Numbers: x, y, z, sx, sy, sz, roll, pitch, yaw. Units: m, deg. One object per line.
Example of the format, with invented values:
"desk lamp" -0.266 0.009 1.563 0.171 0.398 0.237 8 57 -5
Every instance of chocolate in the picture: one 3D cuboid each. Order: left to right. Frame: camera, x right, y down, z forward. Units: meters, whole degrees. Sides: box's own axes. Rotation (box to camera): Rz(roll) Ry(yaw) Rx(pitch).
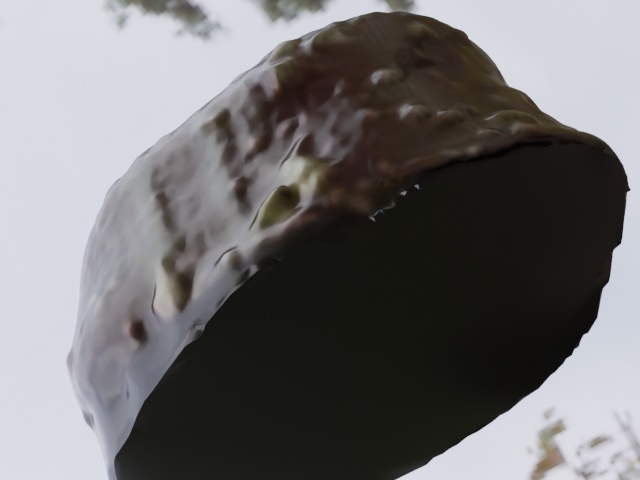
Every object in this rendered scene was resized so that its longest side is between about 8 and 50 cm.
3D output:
"chocolate" 0.000 0.000 0.984 0.225 0.340 0.210 46 -168 -46
